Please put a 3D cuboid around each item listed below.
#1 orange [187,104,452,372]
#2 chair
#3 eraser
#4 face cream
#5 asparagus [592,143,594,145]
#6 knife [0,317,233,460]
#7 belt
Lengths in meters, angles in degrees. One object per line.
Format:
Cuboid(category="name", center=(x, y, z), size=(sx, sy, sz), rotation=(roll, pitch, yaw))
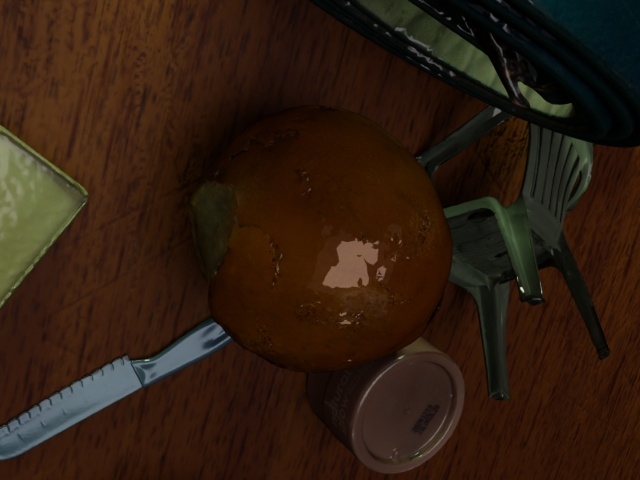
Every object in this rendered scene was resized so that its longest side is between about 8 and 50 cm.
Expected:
Cuboid(category="orange", center=(0.000, 0.000, 0.676), size=(0.240, 0.240, 0.239), rotation=(-10, 112, -27))
Cuboid(category="chair", center=(0.206, -0.004, 0.819), size=(0.203, 0.191, 0.274), rotation=(32, 46, -35))
Cuboid(category="eraser", center=(-0.286, -0.008, 0.608), size=(0.172, 0.058, 0.117), rotation=(-53, 128, -6))
Cuboid(category="face cream", center=(0.072, 0.170, 0.853), size=(0.149, 0.104, 0.149), rotation=(-10, 112, -26))
Cuboid(category="asparagus", center=(0.331, -0.136, 0.933), size=(0.178, 0.041, 0.045), rotation=(-21, 86, -23))
Cuboid(category="knife", center=(-0.189, 0.134, 0.745), size=(0.313, 0.019, 0.044), rotation=(-28, 111, -18))
Cuboid(category="belt", center=(0.120, -0.229, 0.620), size=(0.437, 0.300, 0.173), rotation=(29, 90, -25))
